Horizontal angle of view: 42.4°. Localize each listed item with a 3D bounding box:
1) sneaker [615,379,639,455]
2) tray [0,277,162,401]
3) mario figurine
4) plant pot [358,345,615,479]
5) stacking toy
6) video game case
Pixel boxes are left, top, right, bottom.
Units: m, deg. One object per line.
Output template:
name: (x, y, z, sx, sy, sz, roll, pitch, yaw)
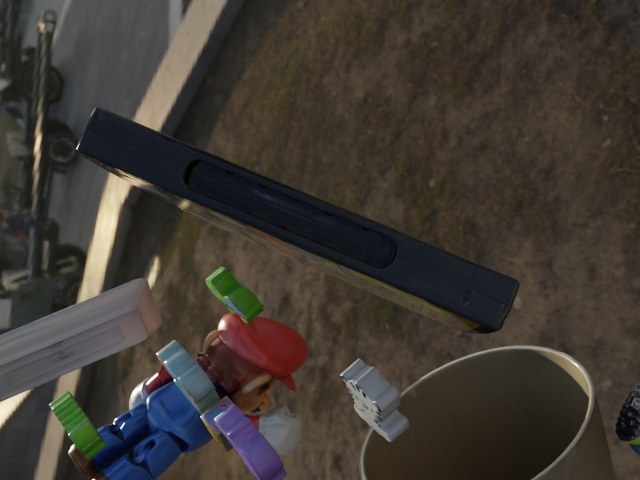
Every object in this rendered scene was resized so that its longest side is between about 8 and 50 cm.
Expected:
sneaker: (0.360, 0.117, 0.761, 0.209, 0.082, 0.069, -59, 3, 1)
tray: (-0.343, 0.143, 1.093, 0.030, 0.270, 0.145, 60, 164, 28)
mario figurine: (-0.144, 0.230, 1.064, 0.198, 0.320, 0.170, 51, 164, 9)
plant pot: (0.214, 0.300, 0.887, 0.256, 0.256, 0.274, 8, 129, 61)
stacking toy: (-0.071, 0.111, 0.550, 0.221, 0.167, 0.052, 33, 153, 42)
video game case: (0.000, 0.000, 0.566, 0.275, 0.248, 0.035, 43, -110, -80)
